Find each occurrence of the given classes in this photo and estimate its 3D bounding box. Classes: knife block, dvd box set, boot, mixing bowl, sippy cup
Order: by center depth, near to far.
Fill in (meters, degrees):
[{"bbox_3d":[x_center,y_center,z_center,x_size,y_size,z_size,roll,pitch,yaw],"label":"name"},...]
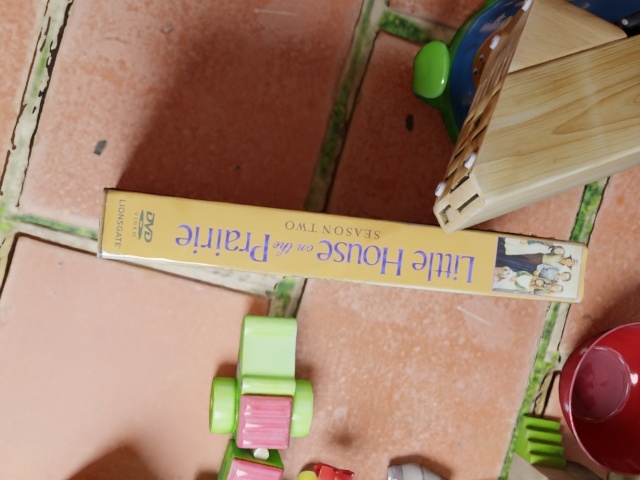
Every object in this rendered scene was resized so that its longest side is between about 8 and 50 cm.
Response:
[{"bbox_3d":[0.253,-0.094,0.748,0.242,0.088,0.275,25,69,-5],"label":"knife block"},{"bbox_3d":[0.000,0.000,0.863,0.420,0.307,0.062,6,92,-11],"label":"dvd box set"},{"bbox_3d":[0.274,-0.171,0.944,0.305,0.224,0.240,-33,101,-7],"label":"sippy cup"},{"bbox_3d":[0.108,0.327,1.055,0.087,0.042,0.118,11,92,-6],"label":"boot"},{"bbox_3d":[0.360,0.182,1.056,0.181,0.098,0.181,-1,93,-14],"label":"mixing bowl"}]

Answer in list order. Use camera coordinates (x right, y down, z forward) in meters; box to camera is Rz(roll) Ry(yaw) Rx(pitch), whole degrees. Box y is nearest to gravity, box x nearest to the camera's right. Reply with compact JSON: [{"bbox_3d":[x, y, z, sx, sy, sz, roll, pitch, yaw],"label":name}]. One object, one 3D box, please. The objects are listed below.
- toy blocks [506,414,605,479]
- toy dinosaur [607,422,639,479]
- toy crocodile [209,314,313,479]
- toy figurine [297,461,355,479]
[{"bbox_3d":[0.281,0.425,0.983,0.191,0.261,0.381,12,93,-12],"label":"toy blocks"},{"bbox_3d":[0.417,0.320,1.117,0.093,0.053,0.183,-4,89,4],"label":"toy dinosaur"},{"bbox_3d":[-0.076,0.252,0.973,0.115,0.105,0.340,10,93,-12],"label":"toy crocodile"},{"bbox_3d":[0.049,0.456,0.984,0.217,0.191,0.362,17,93,-17],"label":"toy figurine"}]
